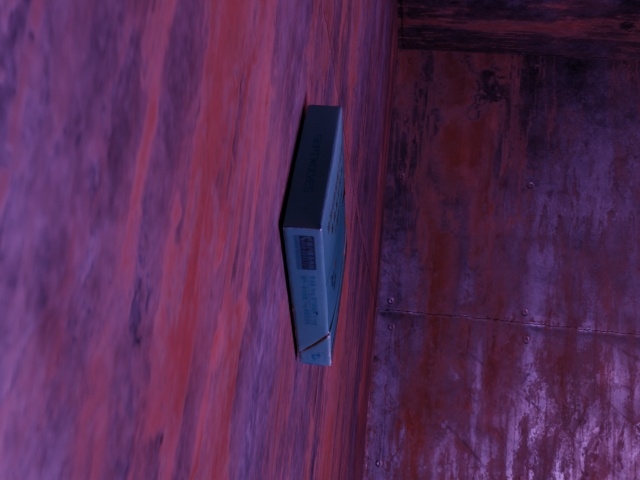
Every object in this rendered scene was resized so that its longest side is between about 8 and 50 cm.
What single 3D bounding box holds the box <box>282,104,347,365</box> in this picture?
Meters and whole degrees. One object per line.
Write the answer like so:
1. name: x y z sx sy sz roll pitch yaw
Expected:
1. box: 0.000 0.000 0.825 0.229 0.041 0.162 86 11 -50
